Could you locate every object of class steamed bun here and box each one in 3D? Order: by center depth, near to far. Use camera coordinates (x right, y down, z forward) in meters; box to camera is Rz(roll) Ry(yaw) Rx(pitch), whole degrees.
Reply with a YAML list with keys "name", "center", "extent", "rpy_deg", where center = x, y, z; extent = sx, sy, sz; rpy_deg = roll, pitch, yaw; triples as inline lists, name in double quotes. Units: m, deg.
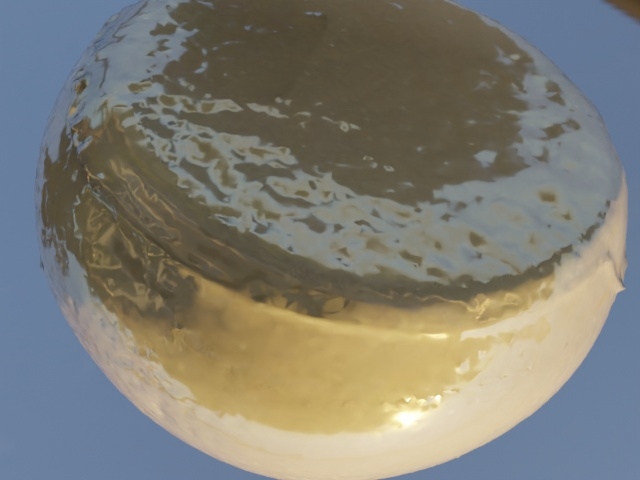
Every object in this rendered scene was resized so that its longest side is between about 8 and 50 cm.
- name: "steamed bun"
  center: [0.000, 0.000, 0.673]
  extent: [0.283, 0.283, 0.177]
  rpy_deg: [22, -48, 9]
